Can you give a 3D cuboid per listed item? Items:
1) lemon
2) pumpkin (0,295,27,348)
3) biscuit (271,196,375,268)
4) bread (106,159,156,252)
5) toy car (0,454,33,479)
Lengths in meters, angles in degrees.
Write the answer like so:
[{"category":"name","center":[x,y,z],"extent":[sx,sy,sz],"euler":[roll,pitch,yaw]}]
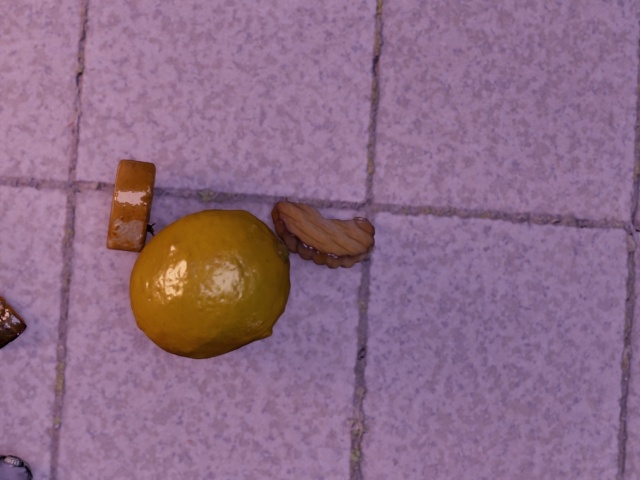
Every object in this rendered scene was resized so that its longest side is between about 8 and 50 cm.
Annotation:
[{"category":"lemon","center":[-0.174,0.069,1.701],"extent":[0.288,0.233,0.233],"euler":[-30,96,22]},{"category":"pumpkin","center":[-0.525,0.123,1.733],"extent":[0.073,0.035,0.101],"euler":[-41,100,1]},{"category":"biscuit","center":[0.000,0.000,1.831],"extent":[0.183,0.061,0.118],"euler":[18,43,-11]},{"category":"bread","center":[-0.297,-0.057,1.741],"extent":[0.073,0.149,0.122],"euler":[8,45,-11]},{"category":"toy car","center":[-0.554,0.367,1.706],"extent":[0.205,0.056,0.095],"euler":[16,85,-8]}]
